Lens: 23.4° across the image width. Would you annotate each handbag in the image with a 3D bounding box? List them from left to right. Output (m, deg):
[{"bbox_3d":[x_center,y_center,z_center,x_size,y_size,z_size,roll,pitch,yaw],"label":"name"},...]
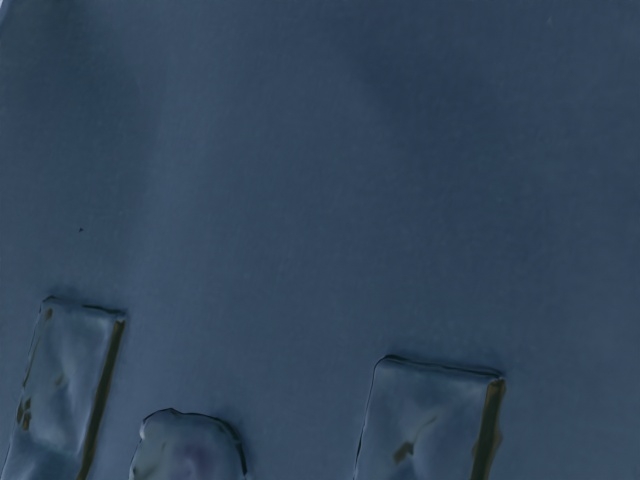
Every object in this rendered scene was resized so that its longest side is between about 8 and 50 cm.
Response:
[{"bbox_3d":[0.000,-0.001,0.478,0.326,0.238,0.089,6,-9,45],"label":"handbag"}]
